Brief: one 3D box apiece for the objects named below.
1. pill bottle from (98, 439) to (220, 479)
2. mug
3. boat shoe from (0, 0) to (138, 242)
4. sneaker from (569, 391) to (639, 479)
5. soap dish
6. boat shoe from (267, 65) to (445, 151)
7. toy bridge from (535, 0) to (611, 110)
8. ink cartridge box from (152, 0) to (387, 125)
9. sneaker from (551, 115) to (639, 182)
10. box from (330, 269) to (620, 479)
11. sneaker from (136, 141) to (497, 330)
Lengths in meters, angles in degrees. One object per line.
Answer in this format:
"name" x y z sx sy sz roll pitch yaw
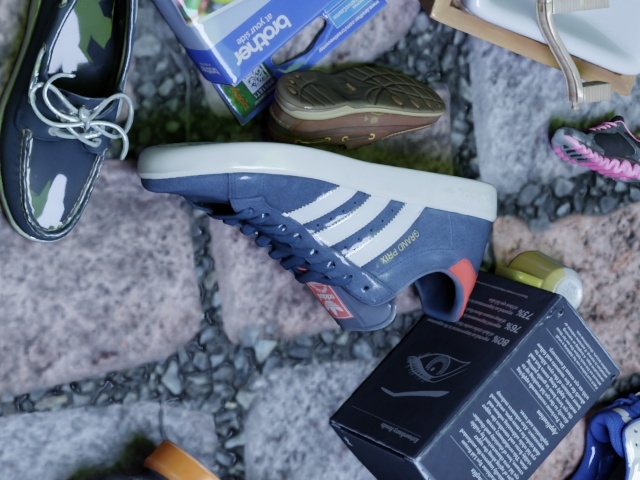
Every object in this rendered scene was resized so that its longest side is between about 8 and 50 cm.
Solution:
"pill bottle" -0.174 0.285 1.645 0.245 0.130 0.130 -50 118 -12
"mug" 0.207 0.047 1.853 0.078 0.064 0.062 -15 106 -26
"boat shoe" -0.196 -0.120 1.593 0.095 0.079 0.254 15 91 -30
"sneaker" 0.334 0.187 1.920 0.131 0.112 0.296 42 77 -27
"soap dish" 0.218 -0.302 1.769 0.229 0.118 0.290 17 90 -30
"boat shoe" 0.029 -0.112 1.736 0.178 0.064 0.060 -4 134 -35
"toy bridge" 0.216 -0.205 1.701 0.063 0.026 0.188 -9 104 -25
"ink cartridge box" -0.073 -0.267 1.650 0.186 0.065 0.311 -41 117 -16
"sneaker" 0.268 -0.095 1.878 0.119 0.047 0.057 19 82 -37
"box" 0.138 0.141 1.781 0.207 0.153 0.108 -47 117 -13
"sneaker" 0.000 0.000 1.691 0.350 0.131 0.148 9 90 -30
